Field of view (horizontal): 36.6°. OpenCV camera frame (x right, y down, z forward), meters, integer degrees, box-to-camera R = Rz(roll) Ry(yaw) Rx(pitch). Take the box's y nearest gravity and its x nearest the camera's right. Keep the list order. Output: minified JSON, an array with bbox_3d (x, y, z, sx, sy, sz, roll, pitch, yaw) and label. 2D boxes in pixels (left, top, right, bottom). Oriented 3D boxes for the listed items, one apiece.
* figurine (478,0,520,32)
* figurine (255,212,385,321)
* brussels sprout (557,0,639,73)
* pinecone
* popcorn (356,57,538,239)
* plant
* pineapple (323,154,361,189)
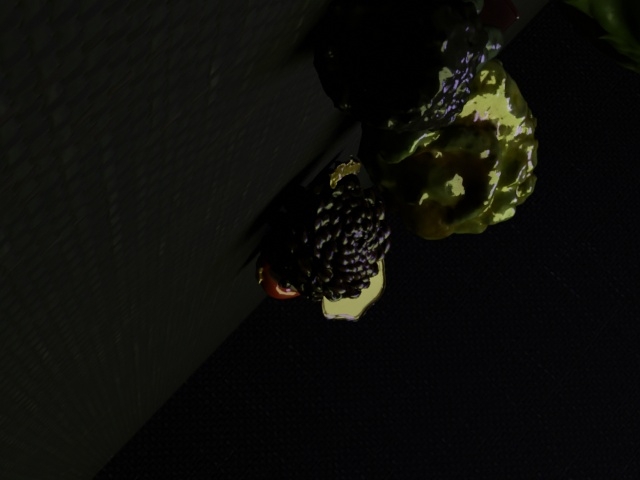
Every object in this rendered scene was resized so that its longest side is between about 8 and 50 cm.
[{"bbox_3d":[0.283,-0.389,1.721,0.154,0.082,0.098,-47,-170,-24],"label":"figurine"},{"bbox_3d":[-0.011,0.035,1.868,0.181,0.208,0.257,-31,-148,-28],"label":"figurine"},{"bbox_3d":[0.500,-0.379,1.279,0.425,0.361,0.342,-2,127,-57],"label":"brussels sprout"},{"bbox_3d":[0.000,0.000,1.628,0.221,0.221,0.221,-47,177,-3],"label":"pinecone"},{"bbox_3d":[0.202,-0.164,1.559,0.274,0.335,0.279,-41,-155,-12],"label":"popcorn"},{"bbox_3d":[0.102,-0.192,0.966,0.149,0.146,0.274,-52,176,27],"label":"plant"},{"bbox_3d":[0.031,-0.108,1.843,0.114,0.077,0.114,-43,-170,-7],"label":"pineapple"}]
